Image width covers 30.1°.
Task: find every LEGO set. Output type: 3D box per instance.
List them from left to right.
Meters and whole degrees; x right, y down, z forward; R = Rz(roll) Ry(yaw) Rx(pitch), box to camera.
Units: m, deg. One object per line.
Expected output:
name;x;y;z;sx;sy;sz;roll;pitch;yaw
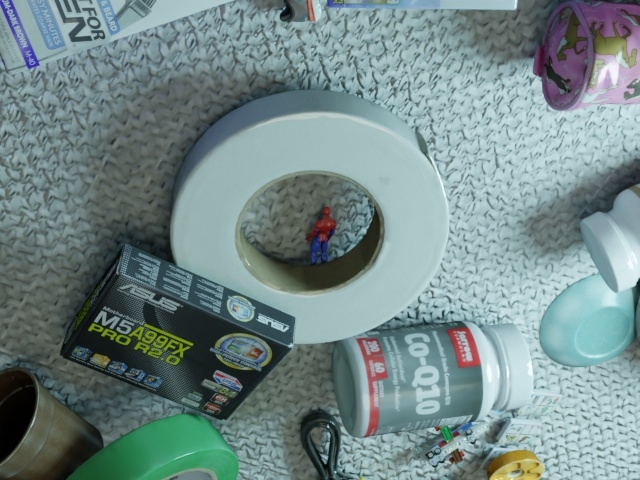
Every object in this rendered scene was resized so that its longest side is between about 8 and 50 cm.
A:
LEGO set;0.270;0.311;2.024;0.244;0.060;0.182;9;120;-35

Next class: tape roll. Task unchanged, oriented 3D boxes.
tape roll;-0.274;0.399;1.799;0.321;0.077;0.321;-31;150;-20
tape roll;-0.015;-0.026;1.657;0.392;0.072;0.392;-3;123;-4

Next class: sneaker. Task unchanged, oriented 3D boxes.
sneaker;-0.042;-0.339;1.487;0.065;0.061;0.157;-13;125;0

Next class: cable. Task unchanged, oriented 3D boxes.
cable;0.023;0.397;2.008;0.140;0.072;0.287;-21;115;18

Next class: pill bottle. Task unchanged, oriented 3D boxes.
pill bottle;0.173;0.209;1.846;0.283;0.161;0.161;-6;124;-13
pill bottle;0.540;-0.031;1.804;0.265;0.153;0.153;-26;126;0

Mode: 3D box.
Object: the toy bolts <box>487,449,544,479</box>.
toy bolts;0.299;0.491;2.049;0.229;0.158;0.218;-7;137;-11

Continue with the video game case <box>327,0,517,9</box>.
video game case;0.132;-0.419;1.460;0.244;0.061;0.269;0;123;-5

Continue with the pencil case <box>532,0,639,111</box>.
pencil case;0.494;-0.254;1.637;0.386;0.160;0.167;-2;146;-15

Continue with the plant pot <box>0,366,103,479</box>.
plant pot;-0.417;0.294;1.736;0.167;0.167;0.165;-38;133;10

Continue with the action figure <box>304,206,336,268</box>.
action figure;0.000;0.000;1.738;0.038;0.030;0.115;-2;127;-21

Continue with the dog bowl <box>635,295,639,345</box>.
dog bowl;0.695;0.105;1.952;0.349;0.102;0.348;-10;122;-17

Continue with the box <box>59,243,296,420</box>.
box;-0.203;0.137;1.682;0.270;0.060;0.216;25;133;-19

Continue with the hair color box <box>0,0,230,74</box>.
hair color box;-0.242;-0.343;1.395;0.339;0.110;0.185;-21;125;-5

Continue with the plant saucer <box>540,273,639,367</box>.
plant saucer;0.460;0.143;1.966;0.195;0.037;0.194;-8;124;-12
